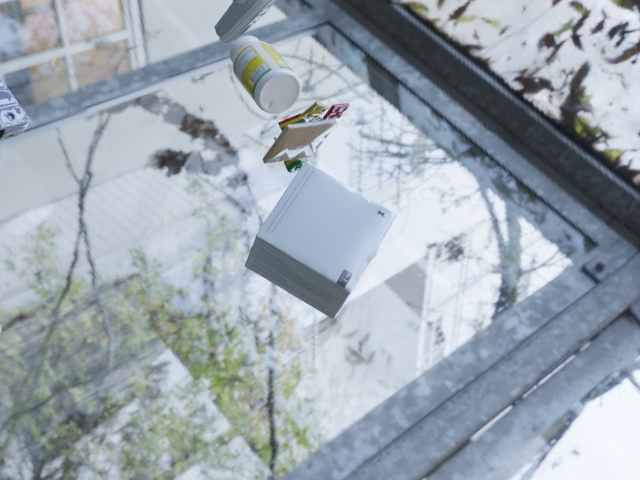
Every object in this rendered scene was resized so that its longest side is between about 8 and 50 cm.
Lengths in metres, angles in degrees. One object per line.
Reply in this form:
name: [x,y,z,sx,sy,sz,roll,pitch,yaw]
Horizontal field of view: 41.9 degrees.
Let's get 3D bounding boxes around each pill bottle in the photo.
pill bottle: [-0.139,-0.400,1.988,0.208,0.118,0.117,54,-31,40]

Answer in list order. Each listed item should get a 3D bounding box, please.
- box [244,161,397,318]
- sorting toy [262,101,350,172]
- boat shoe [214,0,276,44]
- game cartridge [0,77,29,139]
box: [0.000,0.000,1.396,0.182,0.181,0.119,31,-31,2]
sorting toy: [-0.048,-0.233,1.810,0.274,0.132,0.046,-47,-117,50]
boat shoe: [-0.108,-0.519,1.599,0.103,0.118,0.320,38,-69,-7]
game cartridge: [-0.676,-0.232,1.330,0.068,0.355,0.230,-38,-96,41]
